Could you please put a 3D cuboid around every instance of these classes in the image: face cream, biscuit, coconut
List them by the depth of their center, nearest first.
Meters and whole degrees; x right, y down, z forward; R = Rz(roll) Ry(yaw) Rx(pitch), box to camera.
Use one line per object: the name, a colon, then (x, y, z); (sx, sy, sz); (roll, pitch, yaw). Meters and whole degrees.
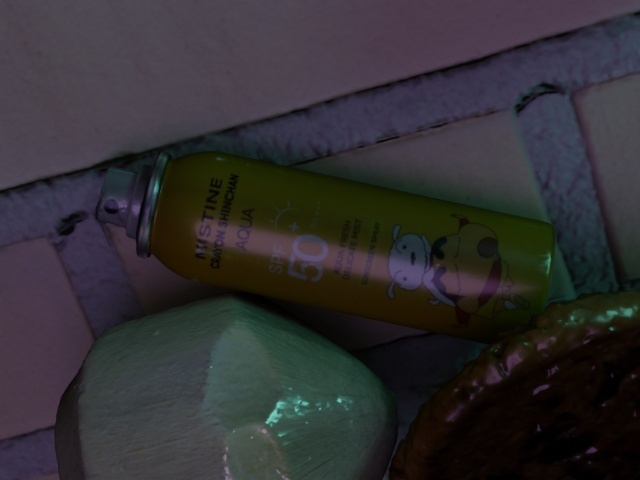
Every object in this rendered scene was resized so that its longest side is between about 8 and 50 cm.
face cream: (0.000, 0.000, 1.188); (0.348, 0.105, 0.105); (13, 117, 0)
biscuit: (0.187, 0.154, 1.205); (0.289, 0.081, 0.334); (-5, 136, -21)
coconut: (-0.066, 0.160, 1.205); (0.265, 0.237, 0.237); (-10, 115, 16)
